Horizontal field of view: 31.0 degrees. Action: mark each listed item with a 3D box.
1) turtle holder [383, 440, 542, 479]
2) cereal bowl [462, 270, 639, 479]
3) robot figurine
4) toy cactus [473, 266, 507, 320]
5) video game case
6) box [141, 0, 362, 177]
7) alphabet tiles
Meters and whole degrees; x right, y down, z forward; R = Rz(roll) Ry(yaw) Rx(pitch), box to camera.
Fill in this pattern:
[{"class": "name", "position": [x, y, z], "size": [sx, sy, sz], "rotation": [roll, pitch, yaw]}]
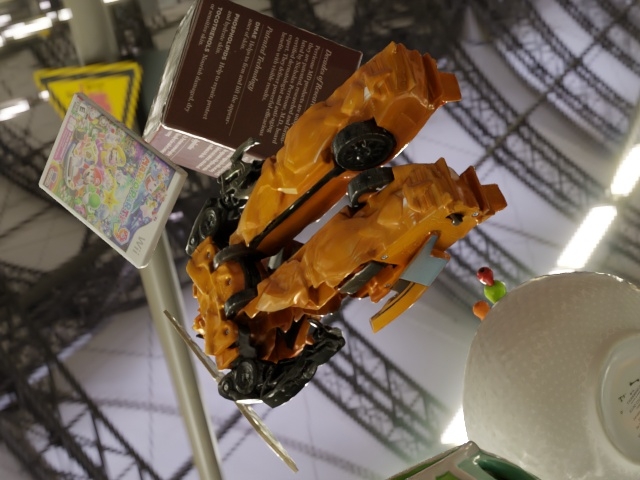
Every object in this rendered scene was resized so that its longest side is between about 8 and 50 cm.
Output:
[{"class": "turtle holder", "position": [0.092, 0.289, 0.858], "size": [0.320, 0.227, 0.243], "rotation": [-17, 168, -44]}, {"class": "cereal bowl", "position": [0.348, 0.196, 1.419], "size": [0.339, 0.339, 0.141], "rotation": [-25, -177, -32]}, {"class": "robot figurine", "position": [0.000, 0.000, 0.871], "size": [0.085, 0.211, 0.291], "rotation": [12, 140, -38]}, {"class": "toy cactus", "position": [0.286, 0.138, 1.506], "size": [0.112, 0.180, 0.219], "rotation": [-40, -128, -9]}, {"class": "video game case", "position": [-0.163, -0.048, 0.898], "size": [0.122, 0.087, 0.011], "rotation": [37, -157, 23]}, {"class": "box", "position": [-0.087, -0.164, 1.375], "size": [0.203, 0.167, 0.168], "rotation": [18, 168, -15]}, {"class": "alphabet tiles", "position": [-0.113, 0.211, 1.555], "size": [0.009, 0.198, 0.237], "rotation": [-40, -135, -6]}]
